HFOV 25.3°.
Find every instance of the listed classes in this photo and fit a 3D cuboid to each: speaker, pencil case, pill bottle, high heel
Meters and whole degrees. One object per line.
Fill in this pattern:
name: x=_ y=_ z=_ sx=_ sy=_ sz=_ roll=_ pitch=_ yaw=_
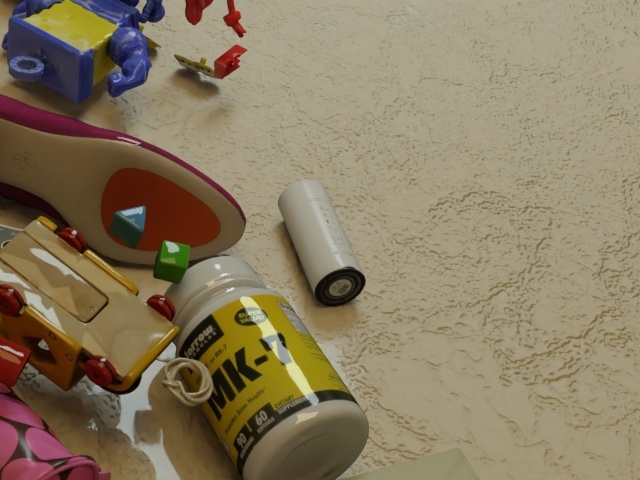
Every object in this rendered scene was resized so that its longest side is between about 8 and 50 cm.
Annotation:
speaker: x=0.000 y=0.000 z=1.457 sx=0.055 sy=0.055 sz=0.136 roll=-5 pitch=46 yaw=-20
pencil case: x=-0.271 y=0.155 z=1.196 sx=0.098 sy=0.095 sz=0.209 roll=-22 pitch=51 yaw=-38
pill bottle: x=-0.056 y=0.119 z=1.269 sx=0.119 sy=0.119 sz=0.208 roll=-15 pitch=49 yaw=-28
high heel: x=-0.257 y=-0.086 z=1.454 sx=0.377 sy=0.127 sz=0.181 roll=20 pitch=17 yaw=-12

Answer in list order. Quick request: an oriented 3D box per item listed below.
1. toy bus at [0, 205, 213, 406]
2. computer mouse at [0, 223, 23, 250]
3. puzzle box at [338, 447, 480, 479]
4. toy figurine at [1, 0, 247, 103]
toy bus: x=-0.209 y=0.078 z=1.244 sx=0.191 sy=0.104 sz=0.202 roll=1 pitch=55 yaw=-22
computer mouse: x=-0.327 y=0.014 z=1.372 sx=0.193 sy=0.042 sz=0.106 roll=17 pitch=37 yaw=12
puzzle box: x=0.082 y=0.358 z=1.097 sx=0.272 sy=0.052 sz=0.409 roll=-10 pitch=47 yaw=-24
toy figurine: x=-0.285 y=-0.260 z=1.577 sx=0.362 sy=0.191 sz=0.217 roll=30 pitch=50 yaw=19
